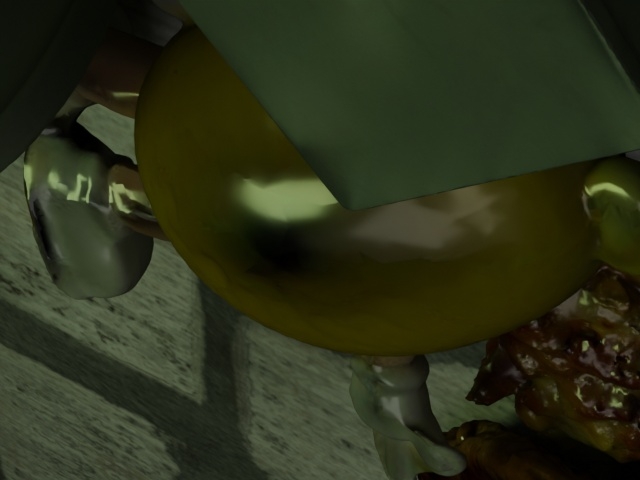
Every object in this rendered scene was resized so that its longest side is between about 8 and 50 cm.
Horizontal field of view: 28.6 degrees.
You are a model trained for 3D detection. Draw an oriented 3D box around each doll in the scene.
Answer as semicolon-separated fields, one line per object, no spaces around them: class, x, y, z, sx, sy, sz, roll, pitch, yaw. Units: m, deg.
doll;-0.028;-0.023;0.703;0.423;0.161;0.348;34;143;18

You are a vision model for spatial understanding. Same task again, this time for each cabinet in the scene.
cabinet;0.062;-0.144;0.457;0.145;0.206;0.150;-11;126;47

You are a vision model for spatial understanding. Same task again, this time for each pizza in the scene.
pizza;0.180;0.077;0.754;0.289;0.081;0.229;35;146;-2

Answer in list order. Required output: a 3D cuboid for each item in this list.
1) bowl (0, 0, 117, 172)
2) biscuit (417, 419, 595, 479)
bowl;-0.223;-0.139;0.622;0.354;0.354;0.185;-8;147;45
biscuit;0.186;0.247;0.893;0.289;0.081;0.334;58;162;-7
